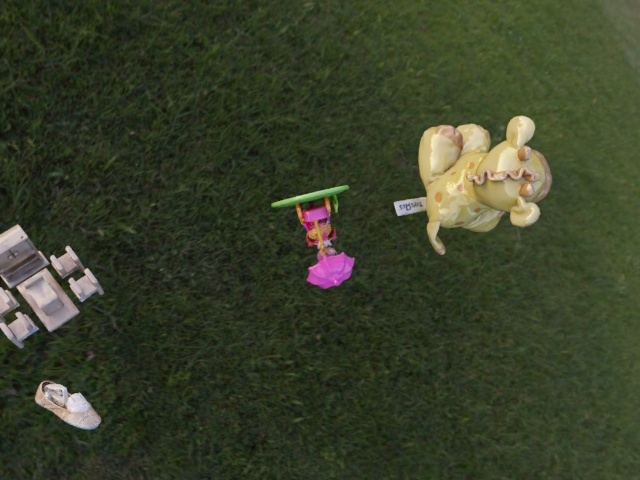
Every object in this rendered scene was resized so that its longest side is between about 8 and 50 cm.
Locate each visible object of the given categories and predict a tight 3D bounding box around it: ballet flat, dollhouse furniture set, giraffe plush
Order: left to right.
[{"bbox_3d":[-0.660,0.109,1.348,0.212,0.161,0.242,-37,74,-23],"label":"dollhouse furniture set"},{"bbox_3d":[-0.645,0.412,1.465,0.073,0.206,0.067,-27,130,-65],"label":"ballet flat"},{"bbox_3d":[0.228,-0.084,0.774,0.210,0.171,0.181,-33,102,-36],"label":"giraffe plush"}]

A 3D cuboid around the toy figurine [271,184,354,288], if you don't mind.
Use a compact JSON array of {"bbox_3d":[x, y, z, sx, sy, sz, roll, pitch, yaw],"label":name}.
[{"bbox_3d":[0.000,0.000,0.966,0.130,0.173,0.159,-14,94,-2],"label":"toy figurine"}]
